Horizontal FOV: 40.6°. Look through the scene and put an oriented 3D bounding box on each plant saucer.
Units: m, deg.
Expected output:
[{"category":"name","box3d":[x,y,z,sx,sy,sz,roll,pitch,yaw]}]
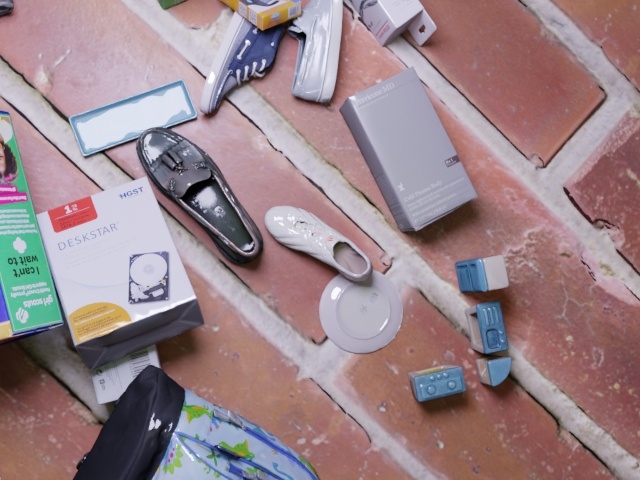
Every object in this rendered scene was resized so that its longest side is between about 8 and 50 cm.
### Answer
[{"category":"plant saucer","box3d":[-0.297,-0.195,1.378,0.192,0.018,0.067,-21,89,-11]}]

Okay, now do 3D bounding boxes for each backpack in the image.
[{"category":"backpack","box3d":[-0.152,0.391,1.244,0.355,0.273,0.290,31,97,-32]}]

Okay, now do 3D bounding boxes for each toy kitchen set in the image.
[{"category":"toy kitchen set","box3d":[0.216,0.140,1.386,0.166,0.122,0.207,-10,87,-10]}]

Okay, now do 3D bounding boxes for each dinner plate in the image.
[{"category":"dinner plate","box3d":[0.068,0.115,1.417,0.141,0.017,0.141,1,85,-11]}]

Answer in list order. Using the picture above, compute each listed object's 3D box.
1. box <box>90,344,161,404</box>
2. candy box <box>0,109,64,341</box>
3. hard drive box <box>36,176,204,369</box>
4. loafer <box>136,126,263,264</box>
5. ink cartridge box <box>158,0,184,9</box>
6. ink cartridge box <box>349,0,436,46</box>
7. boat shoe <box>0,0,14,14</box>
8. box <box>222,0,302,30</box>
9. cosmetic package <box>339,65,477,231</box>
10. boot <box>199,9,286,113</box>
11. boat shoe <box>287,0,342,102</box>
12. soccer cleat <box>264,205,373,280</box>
[{"category":"box","box3d":[-0.297,0.185,1.314,0.101,0.087,0.101,-14,88,-9]},{"category":"candy box","box3d":[-0.530,0.006,1.213,0.268,0.122,0.317,-17,89,24]},{"category":"hard drive box","box3d":[-0.298,0.044,1.275,0.181,0.089,0.232,-22,61,-12]},{"category":"loafer","box3d":[-0.182,-0.076,1.349,0.096,0.084,0.267,-43,97,-8]},{"category":"ink cartridge box","box3d":[-0.172,-0.476,1.288,0.201,0.278,0.117,-26,90,-10]},{"category":"ink cartridge box","box3d":[0.104,-0.390,1.416,0.060,0.104,0.180,-36,92,-10]},{"category":"boat shoe","box3d":[-0.625,-0.344,1.282,0.335,0.121,0.119,-21,90,-10]},{"category":"box","box3d":[-0.103,-0.389,1.382,0.081,0.028,0.136,-30,57,-30]},{"category":"cosmetic package","box3d":[0.140,-0.146,1.406,0.127,0.107,0.238,-29,94,-8]},{"category":"boot","box3d":[-0.124,-0.280,1.386,0.086,0.069,0.190,21,81,-3]},{"category":"boat shoe","box3d":[-0.013,-0.341,1.405,0.081,0.079,0.228,4,88,-14]},{"category":"soccer cleat","box3d":[0.000,0.000,1.379,0.196,0.076,0.068,31,81,0]}]
